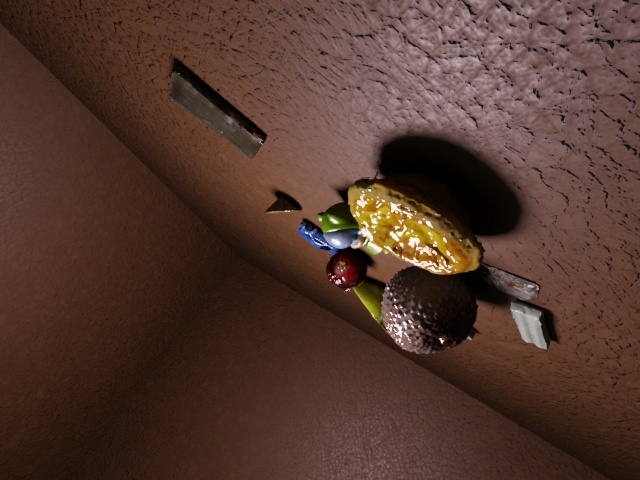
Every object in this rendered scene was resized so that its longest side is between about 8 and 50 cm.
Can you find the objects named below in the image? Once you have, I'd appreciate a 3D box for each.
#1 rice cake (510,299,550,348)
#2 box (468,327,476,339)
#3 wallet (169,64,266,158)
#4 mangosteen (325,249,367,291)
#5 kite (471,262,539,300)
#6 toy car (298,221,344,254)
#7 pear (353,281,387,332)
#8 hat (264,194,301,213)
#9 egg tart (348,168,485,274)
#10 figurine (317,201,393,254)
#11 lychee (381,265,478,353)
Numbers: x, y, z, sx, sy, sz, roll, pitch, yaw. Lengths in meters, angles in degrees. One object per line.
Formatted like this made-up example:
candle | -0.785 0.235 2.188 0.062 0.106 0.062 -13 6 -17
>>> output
rice cake | 0.612 0.247 1.201 0.085 0.040 0.226 19 159 44
box | 0.552 0.341 1.612 0.098 0.045 0.062 43 163 -25
wallet | -0.310 -0.378 1.251 0.317 0.044 0.169 37 161 -14
mangosteen | 0.112 0.124 1.661 0.166 0.166 0.180 23 169 38
kite | 0.457 0.093 1.113 0.245 0.015 0.141 28 161 21
toy car | 0.000 0.000 1.708 0.216 0.063 0.103 34 165 3
pear | 0.250 0.266 1.882 0.239 0.139 0.288 43 176 32
hat | -0.148 -0.143 1.611 0.146 0.067 0.146 -4 -179 0
egg tart | 0.222 -0.050 0.947 0.342 0.132 0.341 31 164 10
figurine | 0.118 -0.027 1.262 0.264 0.143 0.162 22 178 -21
lychee | 0.319 0.195 1.244 0.300 0.300 0.300 32 165 10
